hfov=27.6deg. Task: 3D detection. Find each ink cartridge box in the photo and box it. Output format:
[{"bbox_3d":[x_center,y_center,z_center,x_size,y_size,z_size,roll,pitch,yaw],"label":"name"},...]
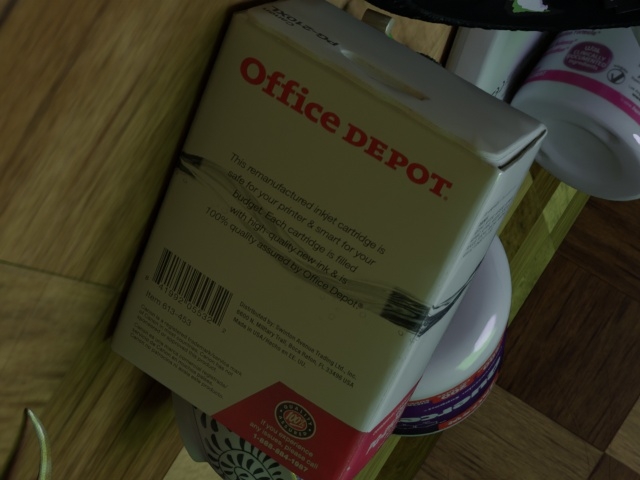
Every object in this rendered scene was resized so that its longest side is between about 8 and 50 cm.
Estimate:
[{"bbox_3d":[0.000,0.000,0.762,0.100,0.172,0.237,-35,153,-58],"label":"ink cartridge box"}]

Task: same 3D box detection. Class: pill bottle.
[{"bbox_3d":[0.076,0.075,1.159,0.181,0.181,0.323,-55,165,-10],"label":"pill bottle"},{"bbox_3d":[0.321,-0.192,1.276,0.283,0.160,0.160,-54,166,-19],"label":"pill bottle"}]

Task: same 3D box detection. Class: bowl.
[{"bbox_3d":[-0.060,0.116,0.940,0.080,0.170,0.170,-14,165,5],"label":"bowl"}]

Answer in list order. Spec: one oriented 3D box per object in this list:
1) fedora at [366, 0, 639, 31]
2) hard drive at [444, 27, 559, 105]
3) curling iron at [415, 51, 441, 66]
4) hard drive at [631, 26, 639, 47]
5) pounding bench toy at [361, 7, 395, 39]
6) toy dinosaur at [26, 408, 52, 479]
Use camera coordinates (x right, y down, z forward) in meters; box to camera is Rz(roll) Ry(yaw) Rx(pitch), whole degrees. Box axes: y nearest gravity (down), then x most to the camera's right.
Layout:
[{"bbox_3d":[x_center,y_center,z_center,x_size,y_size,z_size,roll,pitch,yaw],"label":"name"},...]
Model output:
[{"bbox_3d":[0.161,-0.223,0.786,0.334,0.334,0.152,-1,89,-73],"label":"fedora"},{"bbox_3d":[0.189,-0.225,1.185,0.233,0.047,0.353,-46,162,-40],"label":"hard drive"},{"bbox_3d":[0.037,-0.032,0.980,0.035,0.068,0.274,-17,-139,56],"label":"curling iron"},{"bbox_3d":[0.275,-0.262,0.986,0.318,0.040,0.210,79,2,-47],"label":"hard drive"},{"bbox_3d":[0.037,-0.119,0.880,0.065,0.052,0.083,-32,150,-61],"label":"pounding bench toy"},{"bbox_3d":[-0.180,0.185,0.797,0.183,0.053,0.092,-61,164,13],"label":"toy dinosaur"}]
